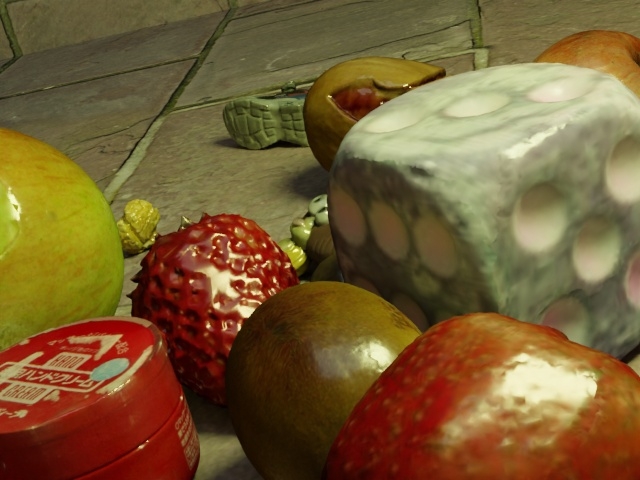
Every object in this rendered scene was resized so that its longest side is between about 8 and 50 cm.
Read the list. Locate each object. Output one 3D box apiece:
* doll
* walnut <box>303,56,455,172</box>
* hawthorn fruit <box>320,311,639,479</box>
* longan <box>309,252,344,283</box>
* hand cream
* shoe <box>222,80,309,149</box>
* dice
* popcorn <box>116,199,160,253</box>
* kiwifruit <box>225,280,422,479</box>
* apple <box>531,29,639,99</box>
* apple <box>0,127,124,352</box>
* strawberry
[{"bbox_3d":[0.001,0.003,1.486,0.188,0.096,0.145,-37,22,-22],"label":"doll"},{"bbox_3d":[0.119,-0.168,1.679,0.298,0.203,0.203,12,31,17],"label":"walnut"},{"bbox_3d":[0.115,0.207,0.808,0.254,0.254,0.300,12,62,47],"label":"hawthorn fruit"},{"bbox_3d":[0.039,0.057,1.328,0.113,0.092,0.113,-12,9,2],"label":"longan"},{"bbox_3d":[-0.238,0.187,1.135,0.230,0.149,0.230,-14,24,6],"label":"hand cream"},{"bbox_3d":[-0.061,-0.231,2.034,0.228,0.099,0.125,5,37,28],"label":"shoe"},{"bbox_3d":[0.185,-0.016,1.181,0.271,0.270,0.270,-27,25,-26],"label":"dice"},{"bbox_3d":[-0.265,-0.013,1.718,0.084,0.084,0.084,-12,23,5],"label":"popcorn"},{"bbox_3d":[0.018,0.142,1.029,0.196,0.196,0.234,-23,24,-20],"label":"kiwifruit"},{"bbox_3d":[0.348,-0.130,1.414,0.254,0.253,0.253,-12,23,5],"label":"apple"},{"bbox_3d":[-0.401,0.027,1.368,0.340,0.339,0.339,-12,23,5],"label":"apple"},{"bbox_3d":[-0.092,0.096,1.256,0.205,0.205,0.244,-26,47,-24],"label":"strawberry"}]
